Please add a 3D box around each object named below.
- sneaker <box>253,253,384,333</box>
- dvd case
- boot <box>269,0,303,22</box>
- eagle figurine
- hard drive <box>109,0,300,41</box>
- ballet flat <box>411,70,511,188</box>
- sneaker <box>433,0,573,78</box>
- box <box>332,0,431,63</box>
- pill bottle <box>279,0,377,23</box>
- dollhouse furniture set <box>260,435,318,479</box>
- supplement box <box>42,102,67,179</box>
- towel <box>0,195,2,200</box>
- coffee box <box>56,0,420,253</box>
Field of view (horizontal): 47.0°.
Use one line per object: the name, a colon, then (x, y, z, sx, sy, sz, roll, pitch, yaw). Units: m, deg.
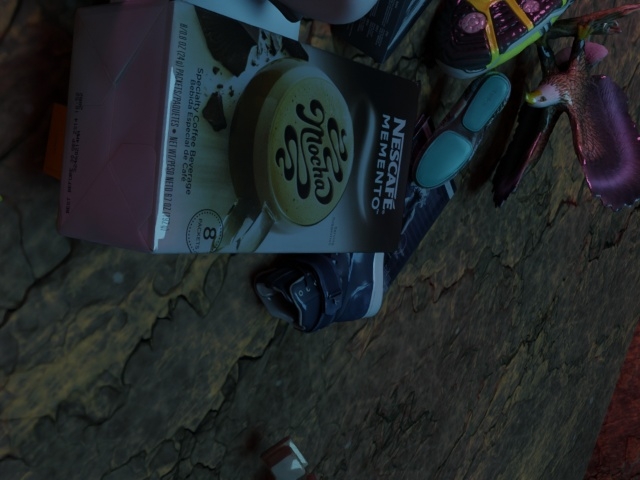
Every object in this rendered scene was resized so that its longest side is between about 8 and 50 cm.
sneaker: (0.001, 0.001, 0.880, 0.164, 0.086, 0.226, -11, 105, -39)
dvd case: (0.116, -0.047, 1.055, 0.221, 0.018, 0.164, -53, 140, -19)
boot: (-0.071, -0.238, 0.573, 0.207, 0.090, 0.248, 41, 63, -46)
eagle figurine: (0.382, -0.200, 1.161, 0.225, 0.226, 0.298, -8, 99, -11)
hard drive: (-0.097, -0.180, 0.660, 0.203, 0.040, 0.307, 3, 96, -52)
ballet flat: (0.194, -0.152, 1.025, 0.188, 0.070, 0.070, -50, 146, 12)
sneaker: (0.304, -0.347, 1.043, 0.384, 0.145, 0.147, -46, 153, -17)
box: (0.123, -0.356, 0.735, 0.242, 0.077, 0.307, -54, 175, -19)
pill bottle: (0.044, -0.287, 0.474, 0.264, 0.153, 0.153, -53, 142, -7)
dollhouse furniture set: (-0.093, 0.465, 1.022, 0.303, 0.174, 0.355, -32, 106, -7)
supplement box: (-0.185, -0.081, 0.641, 0.098, 0.036, 0.062, -1, 107, -52)
towel: (-0.310, -0.095, 0.489, 0.102, 0.021, 0.237, -44, 137, -31)
coffee box: (-0.050, -0.077, 0.613, 0.297, 0.119, 0.168, 0, 97, -52)
